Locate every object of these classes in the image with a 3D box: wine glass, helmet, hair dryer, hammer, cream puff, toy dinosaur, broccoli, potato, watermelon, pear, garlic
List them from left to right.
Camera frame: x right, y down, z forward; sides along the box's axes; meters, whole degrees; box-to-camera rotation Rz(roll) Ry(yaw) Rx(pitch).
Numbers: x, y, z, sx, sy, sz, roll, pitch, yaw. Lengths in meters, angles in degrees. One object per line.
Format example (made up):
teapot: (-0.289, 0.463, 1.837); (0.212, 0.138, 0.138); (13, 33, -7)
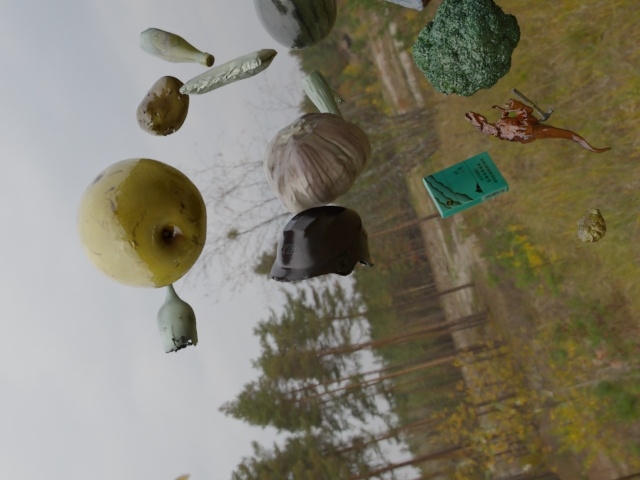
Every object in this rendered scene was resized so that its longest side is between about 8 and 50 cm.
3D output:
pear: (-0.458, -0.044, 1.674); (0.348, 0.348, 0.349); (-17, -90, -86)
potato: (-0.439, -0.372, 1.812); (0.137, 0.176, 0.137); (39, 175, 4)
wine glass: (-0.501, 0.216, 2.167); (0.143, 0.143, 0.322); (38, -142, -83)
watermelon: (-0.082, -0.807, 2.187); (0.279, 0.278, 0.360); (-102, -12, -48)
garlic: (-0.017, -0.235, 1.827); (0.259, 0.317, 0.318); (48, -159, -44)
helmet: (0.000, 0.000, 1.678); (0.305, 0.224, 0.177); (-11, -80, -50)
hair dryer: (0.045, -0.443, 2.089); (0.207, 0.075, 0.237); (60, -158, 3)
broccoli: (0.365, -0.497, 1.648); (0.270, 0.269, 0.270); (-84, -23, -84)
hammer: (0.731, -0.473, 2.243); (0.182, 0.062, 0.017); (29, -163, -21)
toy dinosaur: (0.610, -0.321, 1.861); (0.097, 0.431, 0.208); (-69, -23, -1)
cream puff: (0.648, -0.031, 1.531); (0.058, 0.083, 0.083); (34, -169, -18)

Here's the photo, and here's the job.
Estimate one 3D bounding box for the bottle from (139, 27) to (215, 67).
bottle: (-0.411, -0.551, 1.857); (0.083, 0.269, 0.083); (-39, -39, -40)

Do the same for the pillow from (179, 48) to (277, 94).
pillow: (-0.212, -0.393, 1.506); (0.128, 0.229, 0.051); (-66, -43, -64)

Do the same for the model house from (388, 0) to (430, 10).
model house: (0.282, -0.875, 1.935); (0.339, 0.360, 0.297); (41, 148, -11)

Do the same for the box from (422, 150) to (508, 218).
box: (0.463, -0.179, 2.063); (0.042, 0.226, 0.161); (64, -175, -53)
